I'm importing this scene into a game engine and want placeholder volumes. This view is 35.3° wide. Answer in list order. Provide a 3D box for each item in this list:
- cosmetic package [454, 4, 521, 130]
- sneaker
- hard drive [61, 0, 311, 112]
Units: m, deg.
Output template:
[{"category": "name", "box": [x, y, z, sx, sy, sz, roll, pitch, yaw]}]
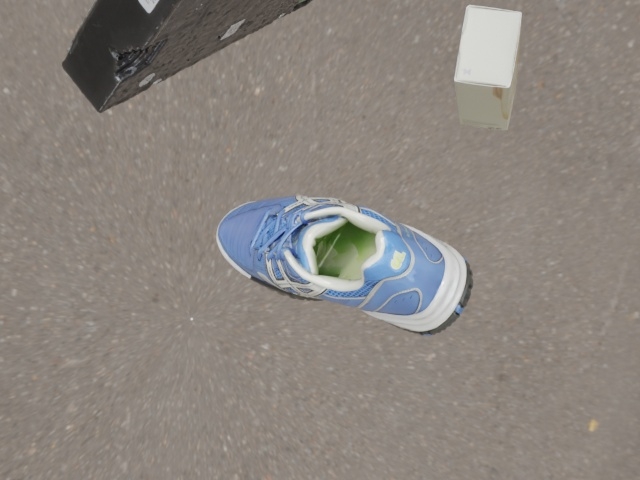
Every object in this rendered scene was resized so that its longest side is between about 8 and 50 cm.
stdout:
[{"category": "cosmetic package", "box": [0.127, -0.127, 0.759, 0.041, 0.115, 0.060, 9, 84, 11]}, {"category": "sneaker", "box": [0.000, 0.000, 0.668, 0.081, 0.211, 0.080, 32, 75, -44]}, {"category": "hard drive", "box": [-0.044, -0.251, 0.855, 0.339, 0.237, 0.064, -37, 90, -40]}]
